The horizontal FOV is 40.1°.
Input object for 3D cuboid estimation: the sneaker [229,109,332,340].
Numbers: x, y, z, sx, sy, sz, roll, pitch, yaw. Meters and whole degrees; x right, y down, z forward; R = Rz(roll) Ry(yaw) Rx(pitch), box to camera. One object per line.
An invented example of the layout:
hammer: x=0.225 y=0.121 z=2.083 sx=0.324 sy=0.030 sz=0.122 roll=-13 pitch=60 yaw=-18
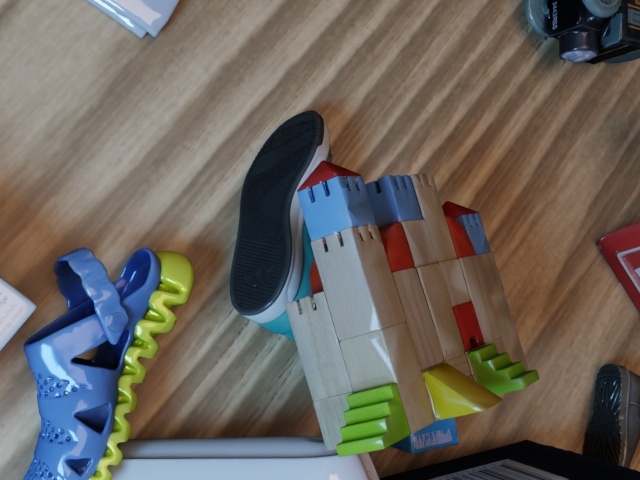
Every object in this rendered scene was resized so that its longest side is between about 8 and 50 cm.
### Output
sneaker: x=0.000 y=0.000 z=1.044 sx=0.178 sy=0.124 sz=0.295 roll=43 pitch=44 yaw=-39

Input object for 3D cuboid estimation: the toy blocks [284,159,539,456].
toy blocks: x=0.087 y=0.049 z=0.919 sx=0.381 sy=0.191 sz=0.260 roll=-6 pitch=78 yaw=-56

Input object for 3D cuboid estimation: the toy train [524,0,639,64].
toy train: x=0.387 y=-0.401 z=1.213 sx=0.190 sy=0.142 sz=0.333 roll=6 pitch=81 yaw=-31

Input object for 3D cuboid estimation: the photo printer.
photo printer: x=-0.071 y=0.332 z=0.909 sx=0.308 sy=0.107 sz=0.256 roll=-5 pitch=87 yaw=22

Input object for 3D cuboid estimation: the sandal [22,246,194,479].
sandal: x=-0.256 y=0.135 z=0.929 sx=0.138 sy=0.126 sz=0.317 roll=31 pitch=66 yaw=-33

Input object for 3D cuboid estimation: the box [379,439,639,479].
box: x=0.205 y=0.460 z=0.976 sx=0.294 sy=0.212 sz=0.395 roll=-5 pitch=95 yaw=-33

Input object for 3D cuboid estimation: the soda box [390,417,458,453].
soda box: x=0.113 y=0.153 z=1.093 sx=0.067 sy=0.071 sz=0.210 roll=-7 pitch=88 yaw=-20

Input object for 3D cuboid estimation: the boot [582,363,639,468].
boot: x=0.475 y=0.270 z=1.219 sx=0.209 sy=0.076 sz=0.189 roll=18 pitch=82 yaw=-24

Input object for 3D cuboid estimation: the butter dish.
butter dish: x=0.499 y=0.018 z=1.217 sx=0.160 sy=0.160 sz=0.118 roll=55 pitch=48 yaw=-9

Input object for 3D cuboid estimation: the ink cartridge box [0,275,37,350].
ink cartridge box: x=-0.426 y=0.059 z=0.860 sx=0.233 sy=0.168 sz=0.171 roll=40 pitch=75 yaw=-11

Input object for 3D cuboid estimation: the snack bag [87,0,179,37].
snack bag: x=-0.251 y=-0.463 z=1.039 sx=0.323 sy=0.037 sz=0.342 roll=32 pitch=76 yaw=-15
